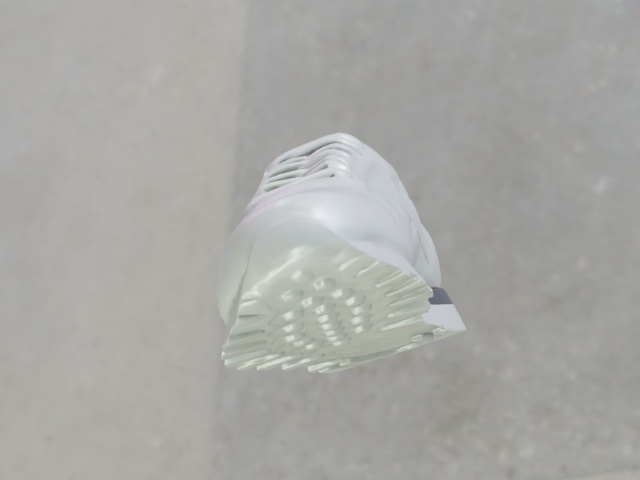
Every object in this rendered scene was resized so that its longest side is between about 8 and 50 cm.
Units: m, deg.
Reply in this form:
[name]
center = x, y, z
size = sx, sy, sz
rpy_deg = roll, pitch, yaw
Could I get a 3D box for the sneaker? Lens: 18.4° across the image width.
[sneaker]
center = 0.000, 0.000, 0.830
size = 0.090, 0.235, 0.094
rpy_deg = -15, 81, 7
